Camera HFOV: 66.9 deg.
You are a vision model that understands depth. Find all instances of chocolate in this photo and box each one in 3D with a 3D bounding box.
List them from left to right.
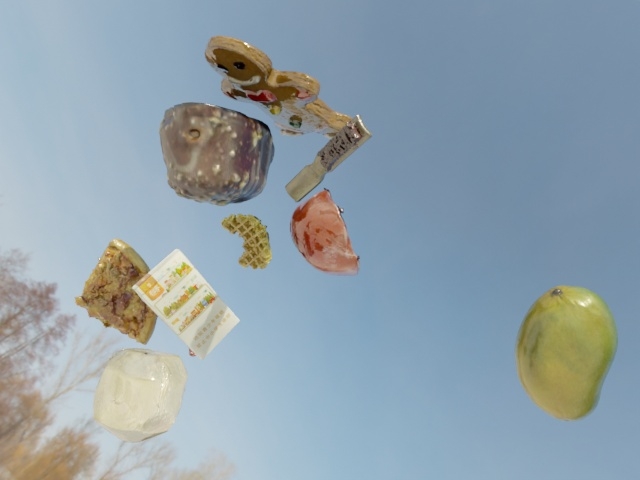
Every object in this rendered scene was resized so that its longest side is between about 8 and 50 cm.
[{"bbox_3d":[-0.244,-0.186,1.168,0.225,0.340,0.210,2,-90,16],"label":"chocolate"}]

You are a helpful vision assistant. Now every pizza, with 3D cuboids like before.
[{"bbox_3d":[-0.603,0.164,1.442,0.086,0.226,0.335,-3,-80,61],"label":"pizza"}]

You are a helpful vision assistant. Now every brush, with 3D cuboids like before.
[{"bbox_3d":[-0.001,-0.128,0.826,0.043,0.036,0.248,59,-37,2],"label":"brush"}]

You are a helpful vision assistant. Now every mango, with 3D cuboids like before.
[{"bbox_3d":[0.320,0.152,0.638,0.085,0.122,0.191,-138,-129,-74],"label":"mango"}]

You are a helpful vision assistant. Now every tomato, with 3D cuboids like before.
[{"bbox_3d":[0.000,0.000,1.052,0.228,0.112,0.199,103,-36,-81],"label":"tomato"}]

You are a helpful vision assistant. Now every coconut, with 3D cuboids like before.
[{"bbox_3d":[-0.322,0.279,0.866,0.161,0.161,0.162,-2,-105,42],"label":"coconut"}]

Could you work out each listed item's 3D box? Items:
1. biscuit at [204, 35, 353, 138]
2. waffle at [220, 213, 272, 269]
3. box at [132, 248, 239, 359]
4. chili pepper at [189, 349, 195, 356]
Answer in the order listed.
[{"bbox_3d":[-0.115,-0.341,1.165,0.283,0.432,0.064,10,-98,31],"label":"biscuit"},{"bbox_3d":[-0.224,0.003,1.503,0.149,0.051,0.194,4,-58,21],"label":"waffle"},{"bbox_3d":[-0.281,0.139,1.036,0.032,0.122,0.220,9,-41,54],"label":"box"},{"bbox_3d":[-0.329,0.264,1.400,0.063,0.272,0.071,-21,-84,4],"label":"chili pepper"}]
